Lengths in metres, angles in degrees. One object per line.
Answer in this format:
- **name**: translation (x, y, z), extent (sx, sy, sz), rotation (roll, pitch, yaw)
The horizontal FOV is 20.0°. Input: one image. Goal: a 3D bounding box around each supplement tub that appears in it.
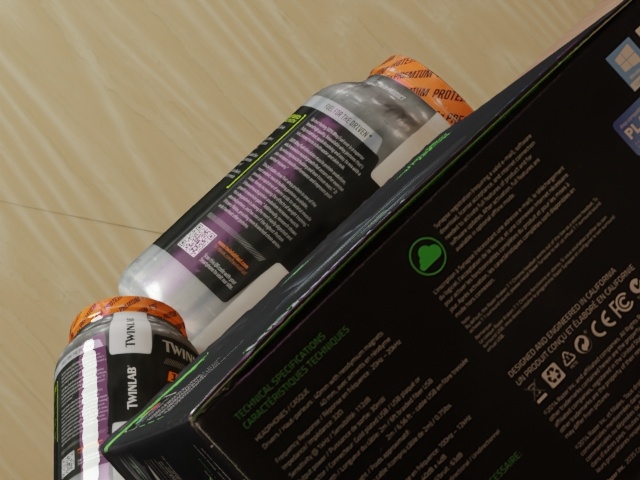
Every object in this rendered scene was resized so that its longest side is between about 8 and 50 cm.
- **supplement tub**: translation (0.000, 0.000, 1.550), extent (0.316, 0.193, 0.193), rotation (-44, 3, -9)
- **supplement tub**: translation (-0.141, 0.142, 1.359), extent (0.117, 0.117, 0.190), rotation (-41, 40, 34)

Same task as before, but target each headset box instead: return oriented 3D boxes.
- **headset box**: translation (0.051, 0.047, 0.766), extent (0.246, 0.131, 0.283), rotation (-43, 2, -15)
